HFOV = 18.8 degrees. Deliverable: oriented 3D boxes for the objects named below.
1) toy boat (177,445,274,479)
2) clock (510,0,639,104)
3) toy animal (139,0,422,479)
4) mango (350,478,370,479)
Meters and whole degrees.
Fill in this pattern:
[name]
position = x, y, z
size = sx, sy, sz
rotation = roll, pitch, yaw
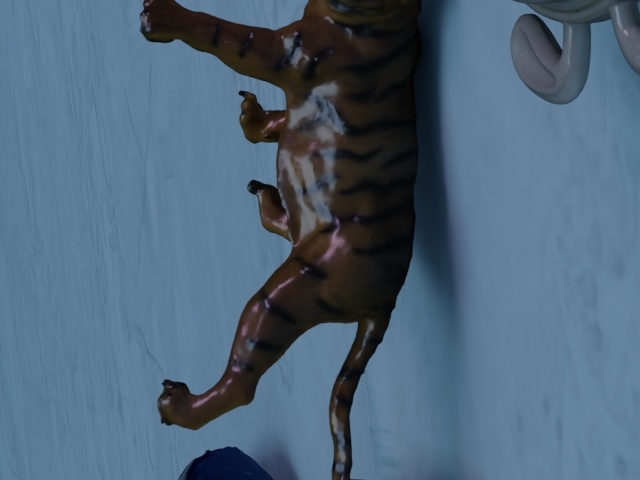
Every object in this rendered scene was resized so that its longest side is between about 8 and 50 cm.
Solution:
[toy boat]
position = -0.053, 0.235, 1.101
size = 0.291, 0.070, 0.210
rotation = 114, 148, -61
[clock]
position = 0.081, -0.139, 0.581
size = 0.151, 0.062, 0.191
rotation = 173, 90, -71
[toy animal]
position = 0.004, -0.001, 0.806
size = 0.114, 0.116, 0.255
rotation = 2, -95, -64
[mango]
position = 0.008, 0.182, 0.850
size = 0.219, 0.112, 0.145
rotation = -56, 45, 45
